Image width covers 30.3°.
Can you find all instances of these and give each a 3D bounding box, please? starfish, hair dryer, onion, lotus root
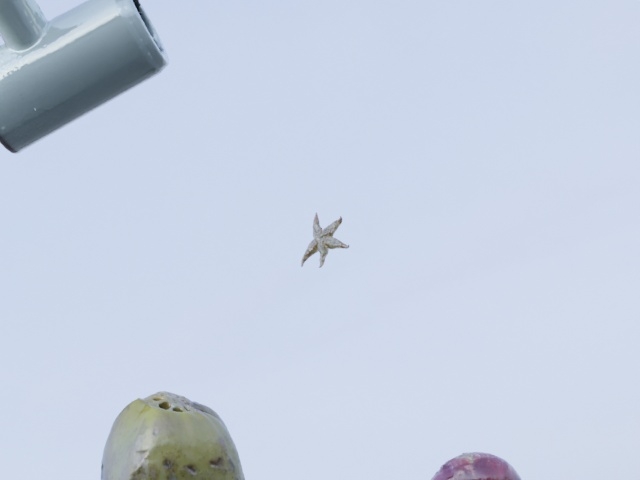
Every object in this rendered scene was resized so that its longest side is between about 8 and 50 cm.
[{"bbox_3d":[0.000,0.000,1.690,0.092,0.086,0.016,-45,-43,11],"label":"starfish"},{"bbox_3d":[-0.213,-0.186,0.791,0.131,0.073,0.236,-29,-63,3],"label":"hair dryer"},{"bbox_3d":[0.158,0.268,1.192,0.107,0.107,0.097,-4,8,-12],"label":"onion"},{"bbox_3d":[-0.047,0.100,0.402,0.049,0.099,0.054,-14,7,-10],"label":"lotus root"}]
